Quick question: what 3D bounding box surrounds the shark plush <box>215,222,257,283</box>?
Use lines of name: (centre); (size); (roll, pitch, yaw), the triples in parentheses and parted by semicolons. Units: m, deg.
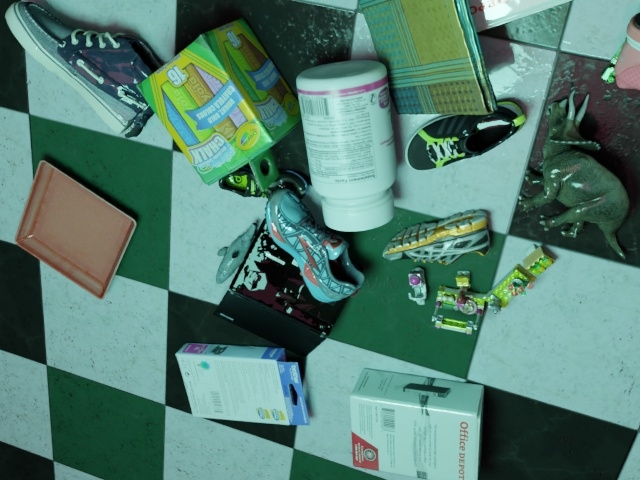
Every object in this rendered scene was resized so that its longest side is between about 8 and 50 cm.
shark plush: (-0.170, 0.029, 1.568); (0.073, 0.067, 0.161); (46, 121, -6)

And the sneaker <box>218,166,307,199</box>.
sneaker: (-0.117, -0.107, 1.475); (0.188, 0.078, 0.067); (9, 117, 13)

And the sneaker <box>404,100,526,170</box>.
sneaker: (0.245, -0.182, 1.292); (0.235, 0.097, 0.084); (-23, 105, 28)

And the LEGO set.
LEGO set: (0.310, 0.105, 1.407); (0.287, 0.107, 0.132); (-11, 111, 25)

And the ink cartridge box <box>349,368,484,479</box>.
ink cartridge box: (0.211, 0.402, 1.587); (0.273, 0.114, 0.196); (5, 116, 19)

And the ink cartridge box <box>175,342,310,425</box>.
ink cartridge box: (-0.174, 0.337, 1.728); (0.311, 0.065, 0.185); (1, 115, 22)

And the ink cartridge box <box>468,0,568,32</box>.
ink cartridge box: (0.263, -0.484, 1.123); (0.207, 0.117, 0.282); (-13, 110, 25)

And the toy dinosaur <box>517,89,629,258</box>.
toy dinosaur: (0.448, -0.081, 1.258); (0.160, 0.121, 0.313); (-31, 98, 43)

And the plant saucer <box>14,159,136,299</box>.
plant saucer: (-0.559, -0.027, 1.696); (0.259, 0.047, 0.259); (33, 123, 2)

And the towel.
towel: (0.146, -0.378, 1.180); (0.271, 0.040, 0.370); (20, 135, 61)

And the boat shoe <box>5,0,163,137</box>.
boat shoe: (-0.442, -0.375, 1.448); (0.340, 0.127, 0.158); (44, 115, -14)

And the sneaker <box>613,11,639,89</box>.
sneaker: (0.610, -0.250, 1.138); (0.314, 0.116, 0.136); (22, 140, 8)

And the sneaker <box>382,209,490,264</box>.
sneaker: (0.222, 0.011, 1.409); (0.215, 0.084, 0.083); (-14, 114, 25)

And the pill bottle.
pill bottle: (0.054, -0.170, 1.332); (0.161, 0.160, 0.282); (1, 116, 20)

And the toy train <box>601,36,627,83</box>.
toy train: (0.487, -0.295, 1.195); (0.024, 0.017, 0.083); (35, 122, 13)

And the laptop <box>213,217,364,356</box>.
laptop: (-0.075, 0.111, 1.583); (0.234, 0.136, 0.264); (26, 97, -7)

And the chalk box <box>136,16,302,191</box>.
chalk box: (-0.159, -0.232, 1.371); (0.179, 0.180, 0.289); (-28, 104, 30)

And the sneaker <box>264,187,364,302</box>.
sneaker: (0.000, 0.000, 1.420); (0.125, 0.104, 0.261); (-12, 120, 46)
